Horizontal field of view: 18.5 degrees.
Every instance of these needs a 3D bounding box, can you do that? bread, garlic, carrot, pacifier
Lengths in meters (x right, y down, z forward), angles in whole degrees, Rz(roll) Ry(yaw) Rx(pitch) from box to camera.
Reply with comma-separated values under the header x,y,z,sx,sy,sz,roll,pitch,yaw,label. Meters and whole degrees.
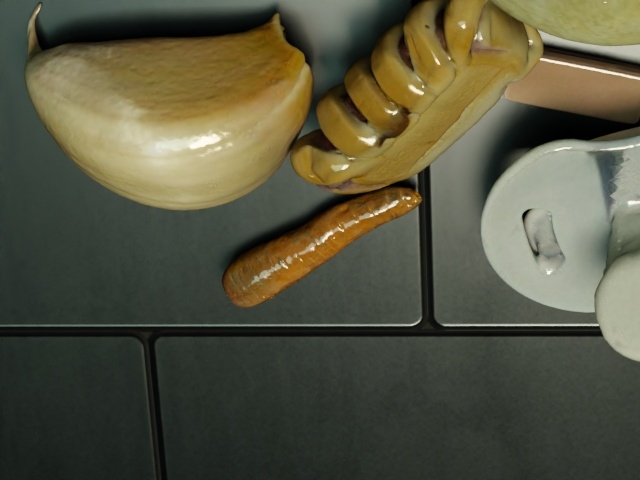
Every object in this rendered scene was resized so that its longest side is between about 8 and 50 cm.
x,y,z,sx,sy,sz,roll,pitch,yaw,label
0.076,-0.122,1.554,0.225,0.134,0.081,-44,64,30,bread
-0.128,-0.108,1.602,0.245,0.145,0.164,4,83,6,garlic
0.000,0.000,1.673,0.191,0.047,0.047,-30,108,14,carrot
0.271,0.015,1.563,0.279,0.207,0.227,-13,130,12,pacifier

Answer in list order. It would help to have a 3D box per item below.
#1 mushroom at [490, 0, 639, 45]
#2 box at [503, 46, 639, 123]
x,y,z,sx,sy,sz,roll,pitch,yaw,label
0.227,-0.308,1.389,0.352,0.260,0.352,9,109,29,mushroom
0.208,-0.128,1.600,0.115,0.025,0.048,11,120,1,box
